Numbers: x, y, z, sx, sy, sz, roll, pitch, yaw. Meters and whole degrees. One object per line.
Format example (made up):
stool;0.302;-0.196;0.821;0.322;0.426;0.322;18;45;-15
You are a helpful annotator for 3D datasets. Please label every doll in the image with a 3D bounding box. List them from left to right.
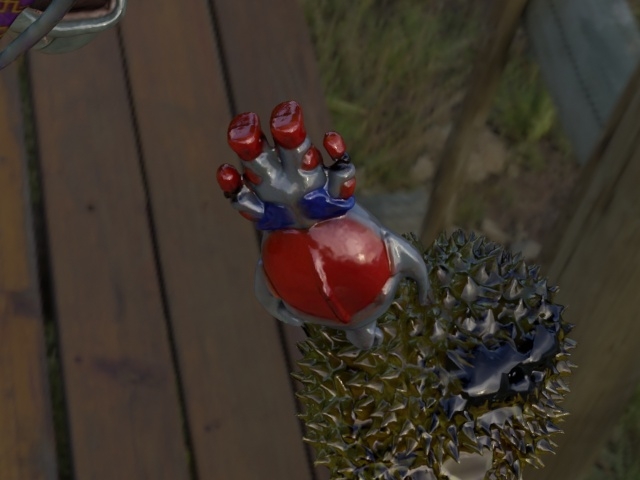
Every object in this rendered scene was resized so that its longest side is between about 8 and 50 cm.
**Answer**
doll;-0.001;0.000;0.987;0.104;0.194;0.062;-26;38;2

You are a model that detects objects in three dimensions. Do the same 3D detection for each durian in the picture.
durian;0.092;0.099;1.104;0.193;0.138;0.237;-8;73;-29

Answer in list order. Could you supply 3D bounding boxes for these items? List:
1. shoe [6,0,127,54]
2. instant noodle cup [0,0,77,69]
shoe;-0.161;-0.151;1.025;0.078;0.195;0.079;34;91;16
instant noodle cup;-0.244;-0.237;0.602;0.340;0.340;0.266;4;61;-13
